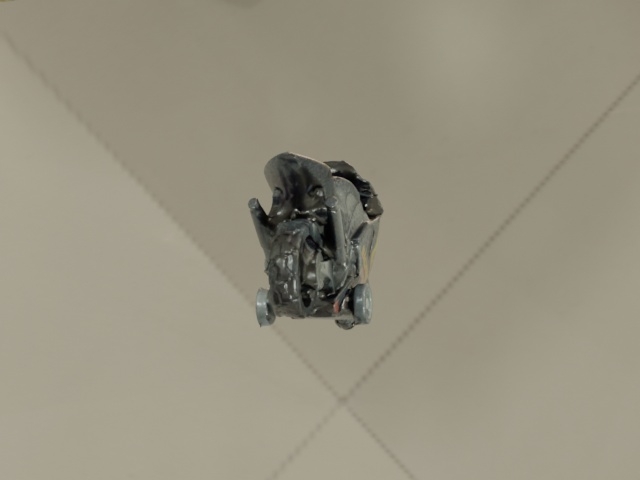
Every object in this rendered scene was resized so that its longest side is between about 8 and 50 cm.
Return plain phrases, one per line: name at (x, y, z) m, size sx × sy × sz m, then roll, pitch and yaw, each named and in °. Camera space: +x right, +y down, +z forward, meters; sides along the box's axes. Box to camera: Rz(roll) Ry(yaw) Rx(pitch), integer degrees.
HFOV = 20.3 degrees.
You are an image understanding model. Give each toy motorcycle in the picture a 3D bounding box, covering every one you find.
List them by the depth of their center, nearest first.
toy motorcycle at (0.000, 0.000, 1.741) m, size 0.108 × 0.307 × 0.173 m, roll 0°, pitch 84°, yaw 12°
